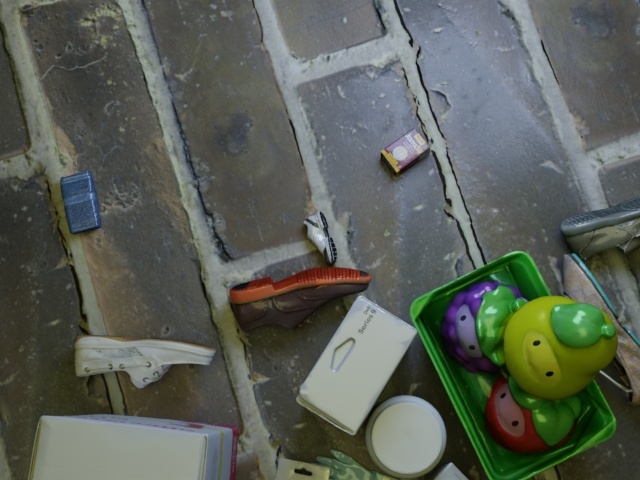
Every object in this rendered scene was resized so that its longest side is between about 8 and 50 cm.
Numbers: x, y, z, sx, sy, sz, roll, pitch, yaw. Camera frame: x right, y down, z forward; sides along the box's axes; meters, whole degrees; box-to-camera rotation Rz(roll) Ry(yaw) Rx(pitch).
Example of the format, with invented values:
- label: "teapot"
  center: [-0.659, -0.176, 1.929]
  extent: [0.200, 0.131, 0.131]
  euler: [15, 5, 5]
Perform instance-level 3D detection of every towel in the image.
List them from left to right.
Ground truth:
- label: "towel"
  center: [-0.475, -0.074, 1.963]
  extent: [0.067, 0.029, 0.119]
  euler: [-13, 80, 1]

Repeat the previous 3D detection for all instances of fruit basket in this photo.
- label: "fruit basket"
  center: [0.350, 0.211, 1.713]
  extent: [0.283, 0.392, 0.392]
  euler: [-26, 81, -2]

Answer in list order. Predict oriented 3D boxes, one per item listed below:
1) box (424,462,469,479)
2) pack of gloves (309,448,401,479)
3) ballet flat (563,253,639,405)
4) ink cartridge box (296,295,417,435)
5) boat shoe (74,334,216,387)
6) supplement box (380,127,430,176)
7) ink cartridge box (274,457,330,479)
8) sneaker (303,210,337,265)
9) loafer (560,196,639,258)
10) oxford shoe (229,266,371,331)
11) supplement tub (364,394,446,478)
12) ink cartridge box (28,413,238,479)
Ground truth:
- label: "box"
  center: [0.224, 0.528, 1.774]
  extent: [0.181, 0.119, 0.182]
  euler: [-42, 82, -18]
- label: "pack of gloves"
  center: [0.062, 0.511, 1.839]
  extent: [0.232, 0.046, 0.195]
  euler: [23, 84, 6]
- label: "ballet flat"
  center: [0.522, 0.173, 1.844]
  extent: [0.106, 0.107, 0.316]
  euler: [-36, 80, 4]
- label: "ink cartridge box"
  center: [0.065, 0.227, 1.759]
  extent: [0.121, 0.289, 0.211]
  euler: [31, 84, 7]
- label: "boat shoe"
  center: [-0.333, 0.232, 1.879]
  extent: [0.277, 0.098, 0.096]
  euler: [1, 81, 12]
- label: "supplement box"
  center: [0.166, -0.172, 1.941]
  extent: [0.083, 0.043, 0.055]
  euler: [-36, 80, -4]
- label: "ink cartridge box"
  center: [-0.038, 0.497, 1.818]
  extent: [0.104, 0.061, 0.181]
  euler: [9, 82, 15]
- label: "sneaker"
  center: [0.000, 0.000, 1.929]
  extent: [0.043, 0.040, 0.109]
  euler: [-21, 77, 16]
- label: "loafer"
  center: [0.586, -0.024, 1.886]
  extent: [0.251, 0.094, 0.087]
  euler: [-13, 105, 10]
- label: "oxford shoe"
  center: [-0.033, 0.112, 1.894]
  extent: [0.271, 0.097, 0.098]
  euler: [-10, 101, 5]
- label: "supplement tub"
  center: [0.151, 0.351, 1.781]
  extent: [0.144, 0.200, 0.144]
  euler: [0, 81, 2]
- label: "ink cartridge box"
  center: [-0.304, 0.388, 1.703]
  extent: [0.279, 0.385, 0.160]
  euler: [5, 81, 3]
